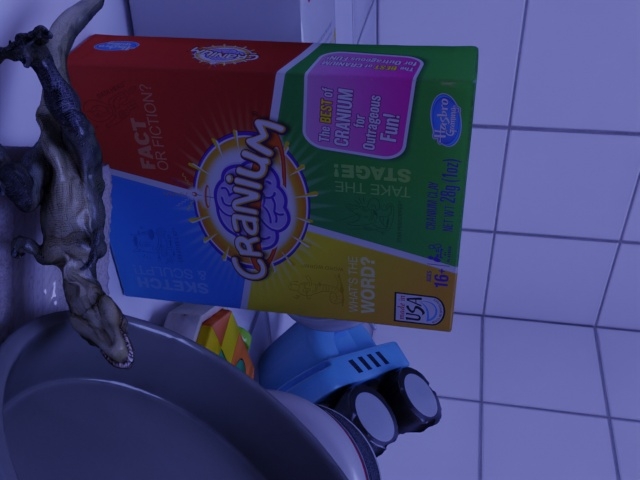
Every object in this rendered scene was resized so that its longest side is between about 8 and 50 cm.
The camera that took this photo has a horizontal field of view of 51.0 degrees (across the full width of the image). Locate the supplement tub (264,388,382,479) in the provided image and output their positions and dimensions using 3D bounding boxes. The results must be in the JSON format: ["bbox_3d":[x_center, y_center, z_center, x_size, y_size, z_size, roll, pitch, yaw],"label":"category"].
[{"bbox_3d":[-0.037,0.255,0.672,0.272,0.191,0.191,62,34,-71],"label":"supplement tub"}]

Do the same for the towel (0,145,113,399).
[{"bbox_3d":[-0.204,0.074,0.462,0.187,0.049,0.283,-30,125,-76],"label":"towel"}]

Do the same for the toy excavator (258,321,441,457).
[{"bbox_3d":[0.016,0.181,1.217,0.432,0.222,0.445,-3,56,-54],"label":"toy excavator"}]

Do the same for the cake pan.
[{"bbox_3d":[-0.077,0.159,0.411,0.054,0.293,0.293,-51,174,9],"label":"cake pan"}]

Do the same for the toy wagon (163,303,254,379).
[{"bbox_3d":[-0.138,0.219,0.820,0.344,0.068,0.267,80,18,-53],"label":"toy wagon"}]

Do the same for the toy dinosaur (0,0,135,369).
[{"bbox_3d":[-0.160,-0.056,0.400,0.118,0.063,0.268,58,25,-76],"label":"toy dinosaur"}]

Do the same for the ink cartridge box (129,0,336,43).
[{"bbox_3d":[-0.077,-0.176,0.699,0.171,0.168,0.233,-69,161,-58],"label":"ink cartridge box"}]

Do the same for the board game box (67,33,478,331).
[{"bbox_3d":[-0.036,-0.045,0.575,0.064,0.316,0.242,-71,162,-51],"label":"board game box"}]

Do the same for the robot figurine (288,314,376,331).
[{"bbox_3d":[0.000,0.000,1.010,0.300,0.199,0.354,50,-13,46],"label":"robot figurine"}]
